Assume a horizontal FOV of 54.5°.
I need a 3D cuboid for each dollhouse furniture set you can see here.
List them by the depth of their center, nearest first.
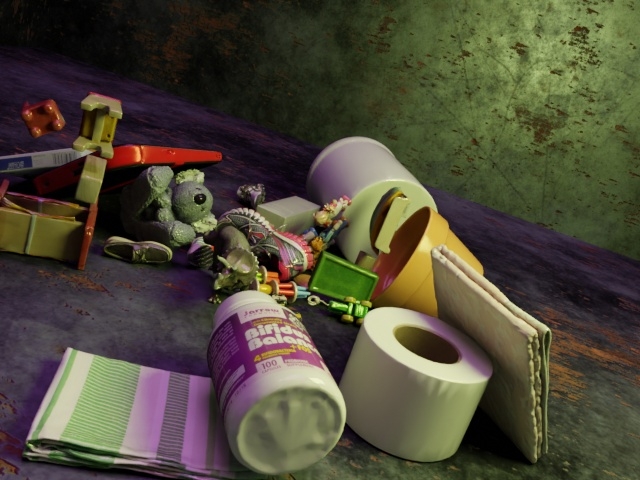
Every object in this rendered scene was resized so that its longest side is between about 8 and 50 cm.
[{"bbox_3d":[-0.543,-0.139,1.271,0.201,0.374,0.152,13,24,-20],"label":"dollhouse furniture set"},{"bbox_3d":[0.090,-0.012,1.560,0.151,0.301,0.197,21,10,-6],"label":"dollhouse furniture set"}]

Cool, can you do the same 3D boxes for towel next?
[{"bbox_3d":[-0.245,0.260,0.937,0.325,0.038,0.248,13,18,-14],"label":"towel"},{"bbox_3d":[0.322,0.209,1.196,0.053,0.331,0.317,-22,33,-14],"label":"towel"}]

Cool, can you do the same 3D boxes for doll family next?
[{"bbox_3d":[0.000,0.000,1.668,0.118,0.263,0.163,49,41,3],"label":"doll family"}]

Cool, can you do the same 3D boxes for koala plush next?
[{"bbox_3d":[-0.359,-0.088,1.540,0.203,0.196,0.221,-14,8,42],"label":"koala plush"}]

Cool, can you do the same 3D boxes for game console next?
[{"bbox_3d":[-0.500,-0.179,1.602,0.387,0.060,0.342,-11,2,34],"label":"game console"}]

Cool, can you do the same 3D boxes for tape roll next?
[{"bbox_3d":[0.167,0.254,1.131,0.246,0.169,0.246,17,18,-6],"label":"tape roll"}]

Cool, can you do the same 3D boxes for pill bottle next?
[{"bbox_3d":[-0.084,0.198,0.963,0.169,0.169,0.301,10,19,-23],"label":"pill bottle"}]

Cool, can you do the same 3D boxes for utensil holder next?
[{"bbox_3d":[0.152,-0.112,1.934,0.328,0.327,0.385,12,23,-19],"label":"utensil holder"}]

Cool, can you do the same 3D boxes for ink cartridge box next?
[{"bbox_3d":[-0.681,-0.195,1.635,0.223,0.045,0.224,-6,-1,5],"label":"ink cartridge box"}]

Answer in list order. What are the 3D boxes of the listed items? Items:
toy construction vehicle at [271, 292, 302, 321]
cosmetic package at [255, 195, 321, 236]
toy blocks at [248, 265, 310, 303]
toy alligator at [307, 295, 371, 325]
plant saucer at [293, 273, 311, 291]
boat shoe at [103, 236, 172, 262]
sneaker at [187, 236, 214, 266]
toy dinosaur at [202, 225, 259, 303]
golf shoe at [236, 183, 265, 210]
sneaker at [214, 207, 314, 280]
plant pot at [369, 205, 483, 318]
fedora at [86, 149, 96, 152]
[{"bbox_3d":[-0.098,0.158,1.381,0.098,0.035,0.086,6,33,-26],"label":"toy construction vehicle"},{"bbox_3d":[-0.102,-0.046,1.799,0.107,0.127,0.238,24,18,17],"label":"cosmetic package"},{"bbox_3d":[-0.109,0.104,1.478,0.148,0.054,0.123,8,19,-32],"label":"toy blocks"},{"bbox_3d":[0.056,0.165,1.473,0.190,0.056,0.051,14,-23,-8],"label":"toy alligator"},{"bbox_3d":[-0.030,0.108,1.604,0.084,0.013,0.083,17,18,-6],"label":"plant saucer"},{"bbox_3d":[-0.417,0.030,1.412,0.152,0.056,0.049,8,24,-2],"label":"boat shoe"},{"bbox_3d":[-0.300,0.025,1.544,0.075,0.057,0.161,6,16,19],"label":"sneaker"},{"bbox_3d":[-0.196,0.041,1.388,0.121,0.160,0.313,13,28,-18],"label":"toy dinosaur"},{"bbox_3d":[-0.229,-0.139,2.046,0.094,0.077,0.198,3,14,-10],"label":"golf shoe"},{"bbox_3d":[-0.164,0.007,1.614,0.299,0.120,0.112,23,39,29],"label":"sneaker"},{"bbox_3d":[0.271,0.086,1.577,0.203,0.291,0.291,33,17,-7],"label":"plant pot"},{"bbox_3d":[-0.657,-0.224,1.854,0.194,0.079,0.194,17,19,-6],"label":"fedora"}]
